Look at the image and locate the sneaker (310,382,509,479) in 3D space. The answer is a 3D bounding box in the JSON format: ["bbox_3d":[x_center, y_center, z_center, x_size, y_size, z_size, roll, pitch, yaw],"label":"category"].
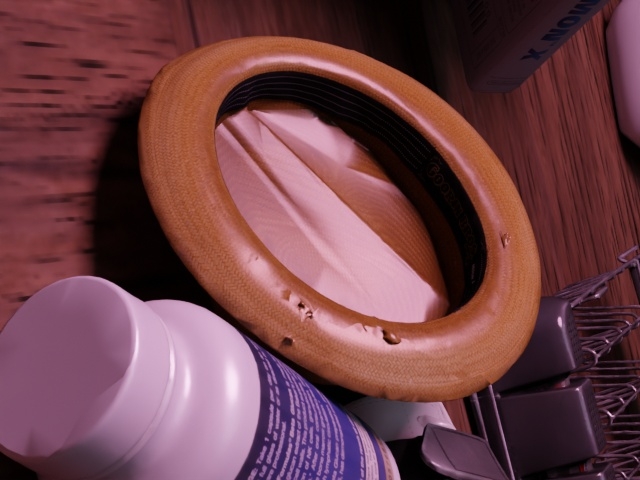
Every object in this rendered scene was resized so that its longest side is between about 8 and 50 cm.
[{"bbox_3d":[0.053,0.142,0.760,0.122,0.146,0.330,46,39,-42],"label":"sneaker"}]

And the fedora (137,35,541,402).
[{"bbox_3d":[0.000,0.000,0.749,0.194,0.079,0.194,16,48,-19],"label":"fedora"}]

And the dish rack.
[{"bbox_3d":[0.183,0.112,1.089,0.271,0.074,0.208,-21,98,-63],"label":"dish rack"}]

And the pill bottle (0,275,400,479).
[{"bbox_3d":[-0.047,0.079,0.653,0.169,0.094,0.094,41,44,-48],"label":"pill bottle"}]

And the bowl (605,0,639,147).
[{"bbox_3d":[0.269,-0.123,1.364,0.142,0.053,0.142,17,64,-59],"label":"bowl"}]

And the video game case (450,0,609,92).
[{"bbox_3d":[0.128,-0.290,0.937,0.036,0.300,0.329,-1,70,-23],"label":"video game case"}]
